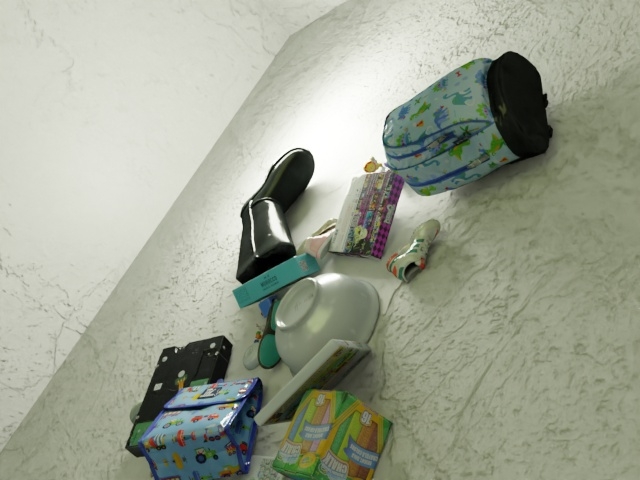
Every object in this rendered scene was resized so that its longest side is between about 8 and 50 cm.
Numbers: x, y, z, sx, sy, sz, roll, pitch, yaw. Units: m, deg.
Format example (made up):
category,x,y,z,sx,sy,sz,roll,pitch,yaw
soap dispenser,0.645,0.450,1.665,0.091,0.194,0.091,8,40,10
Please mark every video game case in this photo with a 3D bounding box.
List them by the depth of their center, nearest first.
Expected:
category,x,y,z,sx,sy,sz,roll,pitch,yaw
video game case,-0.010,0.292,1.289,0.227,0.206,0.026,-46,66,8
video game case,-0.134,0.534,1.340,0.157,0.019,0.143,-18,40,49
video game case,0.119,-0.068,1.651,0.210,0.042,0.232,3,73,60

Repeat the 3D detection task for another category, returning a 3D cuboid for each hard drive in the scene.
category,x,y,z,sx,sy,sz,roll,pitch,yaw
hard drive,-0.392,0.437,1.773,0.237,0.064,0.338,-17,37,23

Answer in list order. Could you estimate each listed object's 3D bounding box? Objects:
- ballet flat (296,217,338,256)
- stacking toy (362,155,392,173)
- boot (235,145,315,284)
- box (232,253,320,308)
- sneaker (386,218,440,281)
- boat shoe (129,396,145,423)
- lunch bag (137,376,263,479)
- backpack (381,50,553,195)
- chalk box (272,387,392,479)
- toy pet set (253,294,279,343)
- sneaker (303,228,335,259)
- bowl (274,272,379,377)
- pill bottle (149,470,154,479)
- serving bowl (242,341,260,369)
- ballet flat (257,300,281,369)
category,x,y,z,sx,sy,sz,roll,pitch,yaw
ballet flat,-0.006,0.002,1.815,0.168,0.057,0.052,-47,35,7
stacking toy,0.230,-0.263,1.793,0.221,0.052,0.167,-49,26,2
boot,-0.134,-0.080,2.017,0.367,0.146,0.445,-52,20,21
box,-0.127,0.113,1.777,0.244,0.060,0.100,-28,-6,30
sneaker,0.226,0.028,1.416,0.161,0.057,0.075,-47,42,5
boat shoe,-0.507,0.519,1.897,0.228,0.079,0.081,-33,26,26
lunch bag,-0.265,0.429,1.504,0.221,0.138,0.293,-13,18,11
backpack,0.315,-0.255,1.457,0.355,0.273,0.290,-40,31,48
chalk box,0.013,0.399,1.154,0.132,0.132,0.213,-14,44,52
toy pet set,-0.162,0.210,1.768,0.114,0.065,0.122,-36,29,32
sneaker,0.000,0.000,1.748,0.070,0.051,0.134,17,38,22
bowl,-0.014,0.184,1.488,0.298,0.134,0.297,-38,28,25
pill bottle,-0.379,0.585,1.614,0.120,0.067,0.067,-43,26,14
serving bowl,-0.186,0.312,1.715,0.083,0.027,0.083,-38,27,23
ballet flat,-0.125,0.257,1.658,0.074,0.074,0.203,-26,40,41
